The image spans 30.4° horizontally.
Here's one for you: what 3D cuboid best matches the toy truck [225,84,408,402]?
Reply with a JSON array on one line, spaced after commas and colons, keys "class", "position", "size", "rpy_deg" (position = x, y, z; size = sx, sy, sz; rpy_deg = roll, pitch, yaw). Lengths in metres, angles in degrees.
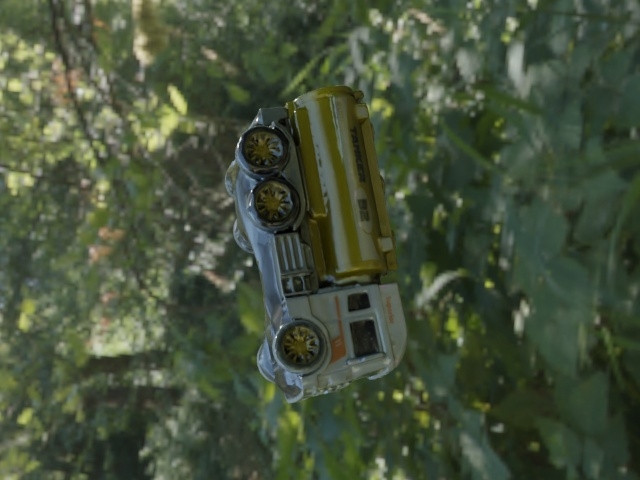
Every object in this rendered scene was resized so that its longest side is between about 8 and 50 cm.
[{"class": "toy truck", "position": [0.000, 0.000, 0.475], "size": [0.052, 0.062, 0.123], "rpy_deg": [130, 130, -74]}]
